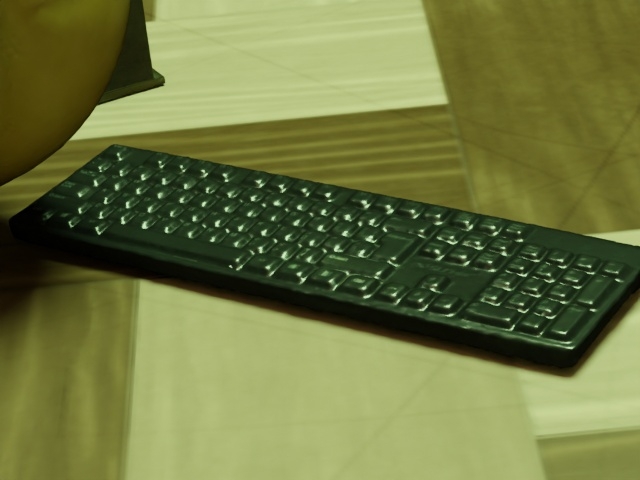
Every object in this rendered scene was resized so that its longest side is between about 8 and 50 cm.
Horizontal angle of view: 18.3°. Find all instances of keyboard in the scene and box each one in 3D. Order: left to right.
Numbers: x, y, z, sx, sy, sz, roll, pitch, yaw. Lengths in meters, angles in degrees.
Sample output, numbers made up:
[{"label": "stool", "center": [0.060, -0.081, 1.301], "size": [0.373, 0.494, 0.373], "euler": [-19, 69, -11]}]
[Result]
[{"label": "keyboard", "center": [0.000, 0.000, 0.945], "size": [0.309, 0.018, 0.101], "euler": [12, 34, 30]}]

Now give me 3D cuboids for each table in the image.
[{"label": "table", "center": [-0.145, -0.127, 1.141], "size": [0.083, 0.082, 0.070], "euler": [-18, 31, -23]}]

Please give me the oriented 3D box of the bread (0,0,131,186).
[{"label": "bread", "center": [-0.290, -0.169, 0.954], "size": [0.424, 0.329, 0.245], "euler": [17, 16, 35]}]
